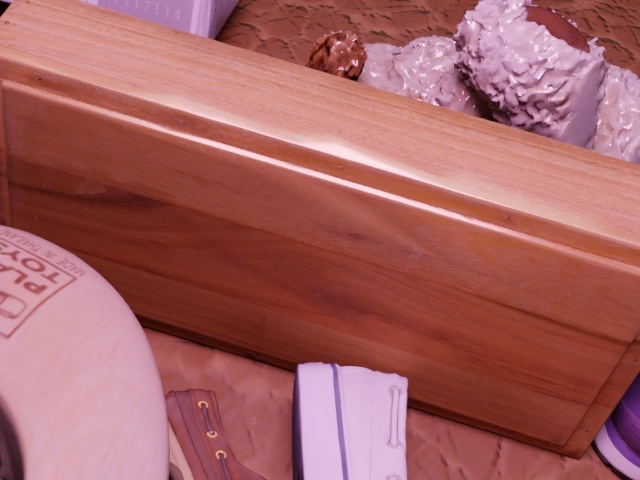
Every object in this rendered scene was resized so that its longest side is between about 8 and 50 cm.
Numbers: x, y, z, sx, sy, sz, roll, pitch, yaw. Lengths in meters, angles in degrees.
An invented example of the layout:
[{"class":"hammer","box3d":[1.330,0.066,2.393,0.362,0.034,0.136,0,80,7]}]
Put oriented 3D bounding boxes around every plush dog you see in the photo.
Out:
[{"class":"plush dog","box3d":[0.098,-0.073,0.793,0.225,0.211,0.262,32,11,33]}]

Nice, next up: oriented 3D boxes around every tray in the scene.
[{"class":"tray","box3d":[0.000,0.000,0.667,0.411,0.203,0.076,17,47,3]}]

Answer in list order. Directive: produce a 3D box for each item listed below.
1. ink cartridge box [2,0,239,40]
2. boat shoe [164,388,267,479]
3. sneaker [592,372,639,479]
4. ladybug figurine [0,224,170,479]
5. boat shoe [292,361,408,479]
[{"class":"ink cartridge box","box3d":[-0.203,-0.274,0.927,0.296,0.066,0.261,16,36,2]},{"class":"boat shoe","box3d":[-0.052,0.154,0.612,0.060,0.064,0.178,-18,52,-23]},{"class":"sneaker","box3d":[0.269,0.030,0.753,0.107,0.124,0.283,18,47,3]},{"class":"ladybug figurine","box3d":[-0.240,0.170,0.490,0.305,0.162,0.449,26,49,10]},{"class":"boat shoe","box3d":[0.032,0.173,0.593,0.084,0.095,0.258,0,50,-6]}]
